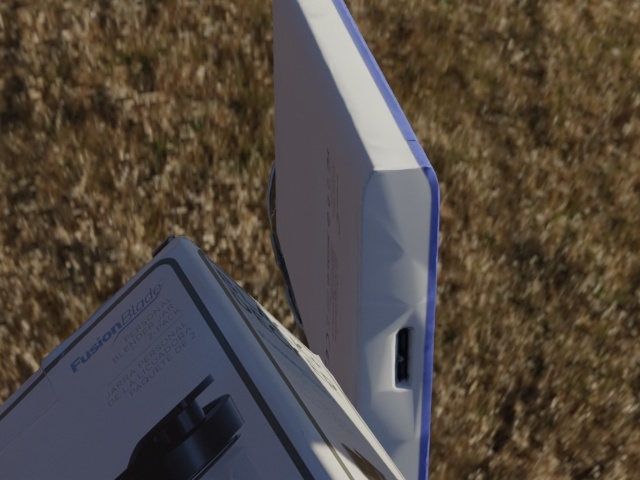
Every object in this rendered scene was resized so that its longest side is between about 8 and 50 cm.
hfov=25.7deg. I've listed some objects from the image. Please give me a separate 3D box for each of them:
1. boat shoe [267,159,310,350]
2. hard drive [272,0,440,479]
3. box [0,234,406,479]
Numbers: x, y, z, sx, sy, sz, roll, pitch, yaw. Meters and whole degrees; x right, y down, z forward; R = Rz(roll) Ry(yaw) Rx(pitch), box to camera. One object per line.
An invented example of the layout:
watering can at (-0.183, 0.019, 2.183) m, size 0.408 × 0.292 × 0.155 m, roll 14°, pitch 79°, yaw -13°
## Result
boat shoe at (0.000, 0.000, 1.113) m, size 0.078 × 0.070 × 0.219 m, roll -14°, pitch 56°, yaw 2°
hard drive at (0.013, -0.015, 0.832) m, size 0.040 × 0.210 × 0.318 m, roll -4°, pitch 28°, yaw -8°
box at (-0.025, 0.143, 0.377) m, size 0.169 × 0.087 × 0.290 m, roll -45°, pitch 39°, yaw 3°
